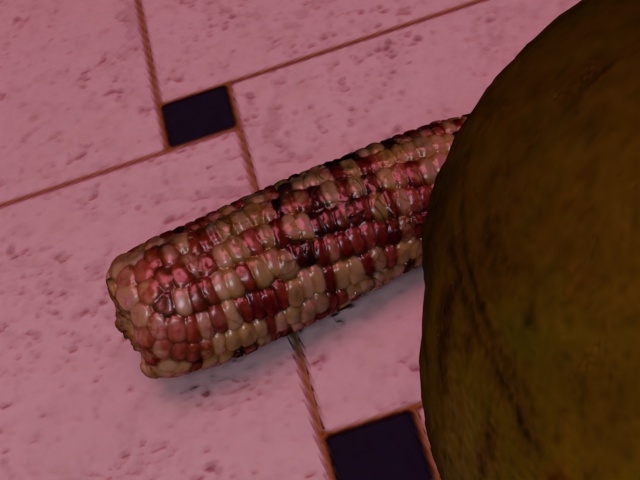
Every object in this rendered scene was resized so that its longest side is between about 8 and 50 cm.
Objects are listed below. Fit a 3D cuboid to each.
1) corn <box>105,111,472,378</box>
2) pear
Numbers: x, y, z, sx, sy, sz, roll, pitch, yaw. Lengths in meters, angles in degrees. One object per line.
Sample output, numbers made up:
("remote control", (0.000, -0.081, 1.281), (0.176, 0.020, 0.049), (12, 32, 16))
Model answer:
("corn", (0.000, 0.000, 0.765), (0.253, 0.086, 0.086), (-25, 45, -10))
("pear", (0.216, 0.033, 0.496), (0.413, 0.352, 0.352), (15, 53, 42))
